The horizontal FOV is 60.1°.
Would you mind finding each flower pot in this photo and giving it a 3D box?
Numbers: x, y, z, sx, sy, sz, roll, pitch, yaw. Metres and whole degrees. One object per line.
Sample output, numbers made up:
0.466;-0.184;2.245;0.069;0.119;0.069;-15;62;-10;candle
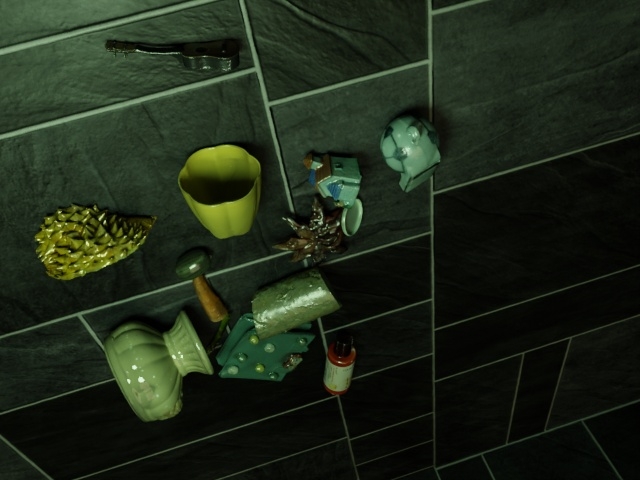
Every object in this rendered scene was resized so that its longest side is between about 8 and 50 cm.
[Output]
-0.460;0.354;1.623;0.244;0.307;0.307;-27;136;-14;flower pot
-0.233;-0.107;1.359;0.195;0.195;0.179;-13;146;-8;flower pot

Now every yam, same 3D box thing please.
-0.080;0.185;1.675;0.268;0.161;0.161;-22;135;9;yam

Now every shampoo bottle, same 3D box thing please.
0.071;0.437;2.002;0.104;0.104;0.278;-7;132;-14;shampoo bottle

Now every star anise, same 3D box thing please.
0.000;0.000;1.581;0.272;0.102;0.272;-14;133;-15;star anise

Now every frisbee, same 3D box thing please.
0.088;-0.067;1.556;0.014;0.110;0.110;13;142;28;frisbee

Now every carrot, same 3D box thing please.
-0.340;0.154;1.639;0.061;0.061;0.209;-21;129;-1;carrot

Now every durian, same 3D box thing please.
-0.553;0.019;1.346;0.305;0.195;0.185;-14;127;-4;durian

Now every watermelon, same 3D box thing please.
-0.351;0.065;1.533;0.111;0.078;0.078;-34;133;4;watermelon

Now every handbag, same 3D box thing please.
-0.184;0.373;1.856;0.274;0.100;0.268;17;122;-30;handbag

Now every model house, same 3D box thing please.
0.018;-0.161;1.430;0.149;0.148;0.119;13;131;-13;model house

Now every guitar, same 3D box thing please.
-0.305;-0.388;1.152;0.271;0.084;0.038;-2;133;-10;guitar

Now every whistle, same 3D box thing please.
0.231;-0.238;1.444;0.163;0.163;0.289;-22;172;1;whistle

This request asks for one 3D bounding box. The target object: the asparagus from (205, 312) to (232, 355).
-0.330;0.303;1.790;0.034;0.027;0.236;-5;136;-43;asparagus
